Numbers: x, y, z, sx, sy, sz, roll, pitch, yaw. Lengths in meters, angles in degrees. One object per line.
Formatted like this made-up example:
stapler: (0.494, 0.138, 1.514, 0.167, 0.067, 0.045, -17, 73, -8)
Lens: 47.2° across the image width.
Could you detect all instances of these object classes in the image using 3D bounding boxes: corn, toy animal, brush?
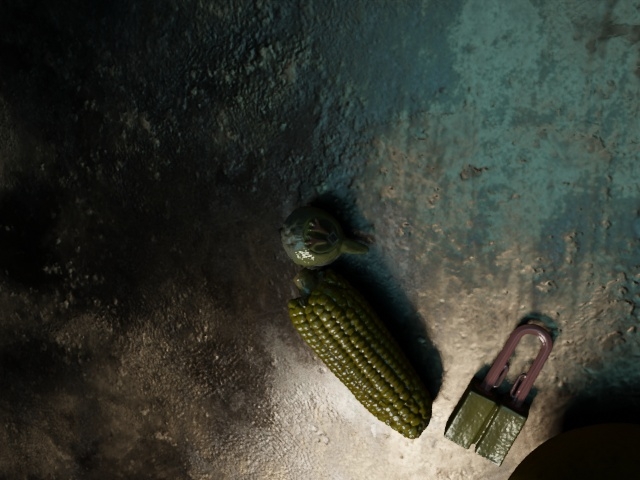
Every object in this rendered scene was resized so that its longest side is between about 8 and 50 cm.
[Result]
corn: (0.065, 0.175, 1.157, 0.119, 0.119, 0.322, -40, 95, 25)
toy animal: (0.000, 0.000, 1.145, 0.137, 0.098, 0.098, 16, 115, -17)
brush: (0.284, 0.230, 1.129, 0.103, 0.047, 0.233, 27, 113, 10)

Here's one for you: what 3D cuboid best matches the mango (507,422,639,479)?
mango: (0.465, 0.382, 0.999, 0.444, 0.301, 0.221, -15, 132, 4)
